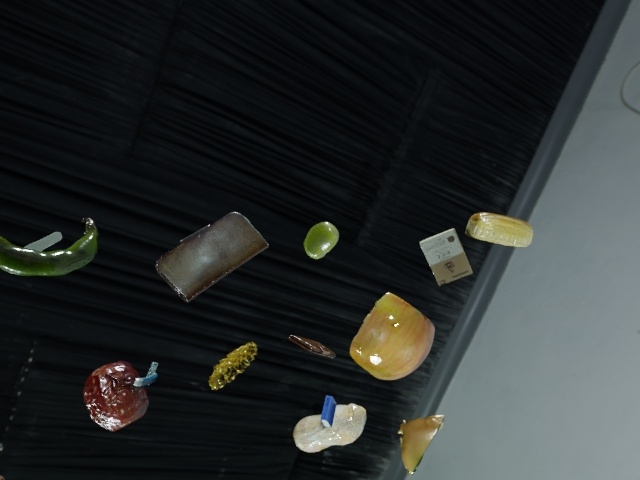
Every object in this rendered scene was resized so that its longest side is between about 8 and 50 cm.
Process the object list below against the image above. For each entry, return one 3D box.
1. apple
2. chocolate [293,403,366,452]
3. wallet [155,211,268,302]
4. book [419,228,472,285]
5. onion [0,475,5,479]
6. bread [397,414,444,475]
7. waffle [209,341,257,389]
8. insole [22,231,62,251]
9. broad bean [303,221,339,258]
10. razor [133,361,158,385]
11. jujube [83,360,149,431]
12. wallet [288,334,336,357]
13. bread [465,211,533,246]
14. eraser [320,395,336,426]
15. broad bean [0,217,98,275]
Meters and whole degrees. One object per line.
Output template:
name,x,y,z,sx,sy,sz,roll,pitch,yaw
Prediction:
apple,0.278,0.402,1.785,0.309,0.314,0.252,-54,13,-13
chocolate,0.031,0.679,1.577,0.309,0.134,0.134,-31,40,23
wallet,-0.256,0.028,1.045,0.255,0.137,0.031,-36,-14,-35
book,0.474,0.065,1.650,0.138,0.199,0.016,-24,18,14
onion,-0.983,0.848,1.228,0.347,0.347,0.385,18,88,67
bread,0.367,0.757,1.694,0.133,0.174,0.252,31,76,25
waffle,-0.349,0.495,1.750,0.231,0.051,0.228,-38,9,-2
insole,-0.879,0.023,1.360,0.152,0.053,0.002,-34,-18,-20
broad bean,0.000,0.000,1.826,0.174,0.124,0.082,-53,-13,21
razor,-0.483,0.386,1.223,0.191,0.037,0.068,136,154,-75
jujube,-0.757,0.573,1.612,0.213,0.213,0.232,-38,76,51
wallet,-0.018,0.315,1.304,0.095,0.176,0.026,25,82,31
bread,0.687,-0.043,1.680,0.140,0.236,0.106,-156,78,-83
eraser,0.028,0.580,1.484,0.027,0.063,0.085,0,46,20
broad bean,-0.605,0.015,0.944,0.049,0.292,0.144,-39,75,28
